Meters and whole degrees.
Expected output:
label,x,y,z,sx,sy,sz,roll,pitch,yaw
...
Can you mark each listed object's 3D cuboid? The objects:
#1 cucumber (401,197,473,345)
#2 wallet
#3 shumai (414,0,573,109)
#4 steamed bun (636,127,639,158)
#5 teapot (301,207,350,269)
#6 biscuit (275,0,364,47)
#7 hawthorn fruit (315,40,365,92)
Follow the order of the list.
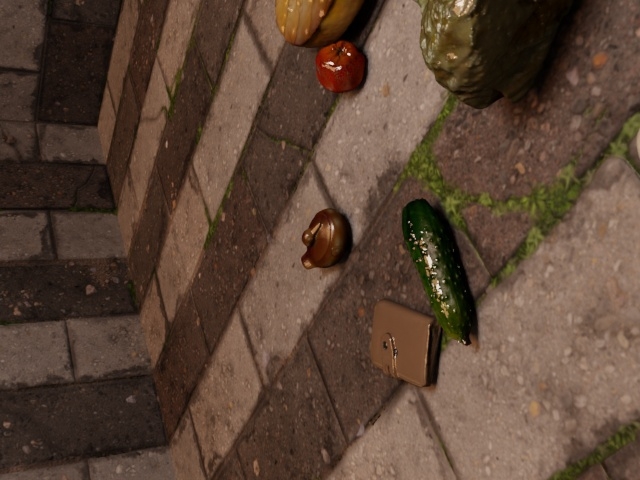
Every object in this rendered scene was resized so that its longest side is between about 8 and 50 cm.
label,x,y,z,sx,sy,sz,roll,pitch,yaw
cucumber,0.167,0.043,0.998,0.069,0.069,0.227,-45,55,52
wallet,0.127,0.160,1.100,0.152,0.038,0.118,13,100,59
shumai,0.184,-0.306,0.835,0.218,0.189,0.256,53,130,44
steamed bun,0.364,-0.066,0.547,0.242,0.164,0.146,60,141,39
teapot,0.000,0.000,1.277,0.129,0.078,0.098,-61,41,42
biscuit,0.005,-0.484,1.234,0.296,0.102,0.296,-9,80,62
hawthorn fruit,0.035,-0.296,1.214,0.093,0.093,0.093,3,94,60
